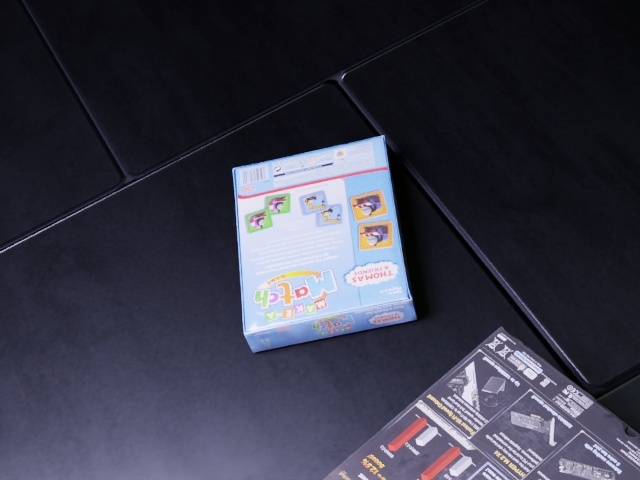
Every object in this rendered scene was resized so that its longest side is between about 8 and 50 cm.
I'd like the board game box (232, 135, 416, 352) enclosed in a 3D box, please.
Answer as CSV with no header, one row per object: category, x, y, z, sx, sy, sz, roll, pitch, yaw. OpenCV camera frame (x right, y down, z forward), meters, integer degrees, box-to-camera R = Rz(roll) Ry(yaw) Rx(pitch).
board game box,0.000,0.000,1.366,0.160,0.039,0.211,-12,49,6

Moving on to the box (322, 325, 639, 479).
box,0.166,0.241,1.097,0.242,0.076,0.307,-39,52,-17
